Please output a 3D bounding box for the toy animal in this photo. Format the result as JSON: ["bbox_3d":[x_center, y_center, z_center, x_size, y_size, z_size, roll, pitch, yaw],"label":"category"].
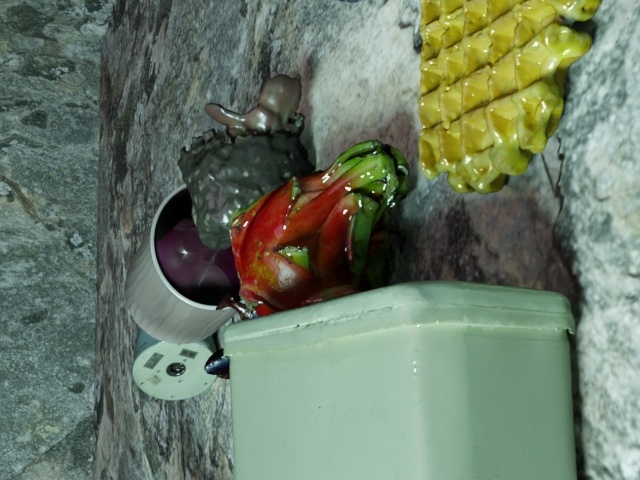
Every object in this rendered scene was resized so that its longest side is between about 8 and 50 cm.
[{"bbox_3d":[-0.065,0.132,1.107,0.116,0.218,0.179,8,136,44],"label":"toy animal"}]

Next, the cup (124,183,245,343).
[{"bbox_3d":[-0.211,0.017,1.364,0.273,0.208,0.288,135,134,-57],"label":"cup"}]

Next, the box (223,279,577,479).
[{"bbox_3d":[0.059,0.230,0.711,0.352,0.177,0.343,-19,70,55],"label":"box"}]

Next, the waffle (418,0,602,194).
[{"bbox_3d":[0.168,-0.160,0.727,0.219,0.057,0.229,161,111,-64],"label":"waffle"}]

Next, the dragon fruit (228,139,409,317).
[{"bbox_3d":[0.015,0.016,0.928,0.269,0.198,0.200,-26,95,34],"label":"dragon fruit"}]

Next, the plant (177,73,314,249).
[{"bbox_3d":[-0.109,-0.103,1.194,0.204,0.178,0.234,147,119,-62],"label":"plant"}]

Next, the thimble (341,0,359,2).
[{"bbox_3d":[0.044,-0.362,1.019,0.104,0.095,0.066,69,-168,-45],"label":"thimble"}]

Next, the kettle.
[{"bbox_3d":[-0.274,0.154,1.575,0.210,0.160,0.243,-49,32,24],"label":"kettle"}]
